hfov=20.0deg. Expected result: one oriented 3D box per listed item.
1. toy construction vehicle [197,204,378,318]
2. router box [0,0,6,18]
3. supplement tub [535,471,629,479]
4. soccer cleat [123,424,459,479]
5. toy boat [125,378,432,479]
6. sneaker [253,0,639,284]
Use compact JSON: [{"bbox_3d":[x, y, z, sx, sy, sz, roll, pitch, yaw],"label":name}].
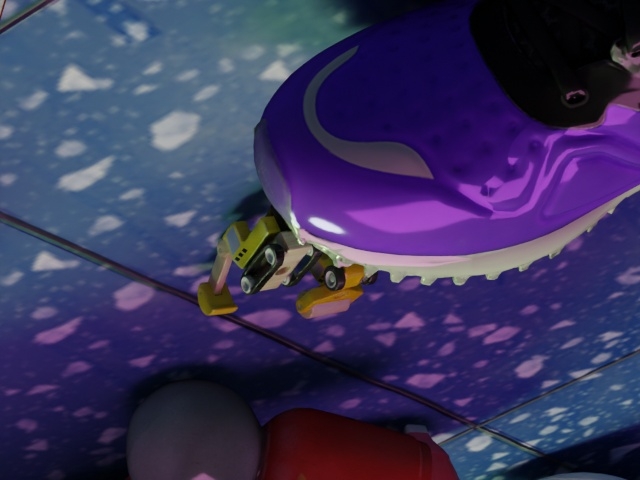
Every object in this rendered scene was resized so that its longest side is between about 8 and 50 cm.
[{"bbox_3d":[0.000,0.000,0.765,0.086,0.035,0.098,-11,157,-32],"label":"toy construction vehicle"},{"bbox_3d":[-0.251,-0.072,0.440,0.335,0.082,0.301,-3,150,-23],"label":"router box"},{"bbox_3d":[0.189,0.268,1.181,0.191,0.191,0.272,-20,152,8],"label":"supplement tub"},{"bbox_3d":[-0.038,0.164,0.973,0.248,0.095,0.083,-9,152,-14],"label":"soccer cleat"},{"bbox_3d":[-0.041,0.231,0.869,0.148,0.318,0.267,10,171,-11],"label":"toy boat"},{"bbox_3d":[0.118,-0.082,0.611,0.293,0.102,0.146,-14,149,-14],"label":"sneaker"}]
